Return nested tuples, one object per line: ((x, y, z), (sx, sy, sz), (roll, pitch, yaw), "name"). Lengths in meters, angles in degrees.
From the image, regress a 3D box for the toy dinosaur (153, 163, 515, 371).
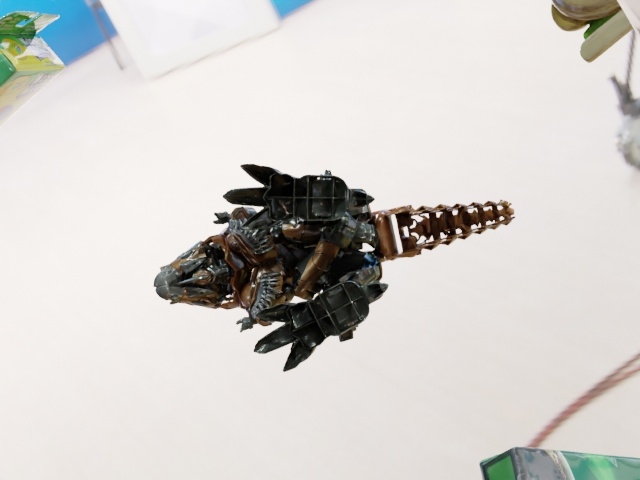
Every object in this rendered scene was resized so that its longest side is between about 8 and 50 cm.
((0.000, 0.000, 1.008), (0.322, 0.164, 0.218), (-33, -3, 10), "toy dinosaur")

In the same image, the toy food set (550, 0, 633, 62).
((0.262, -0.249, 1.016), (0.132, 0.039, 0.192), (-38, 45, 24), "toy food set")

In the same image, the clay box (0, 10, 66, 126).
((-0.336, -0.130, 1.066), (0.222, 0.053, 0.127), (-38, 3, 13), "clay box")

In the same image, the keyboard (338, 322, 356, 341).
((0.020, 0.039, 1.306), (0.023, 0.108, 0.180), (-3, 40, -6), "keyboard")

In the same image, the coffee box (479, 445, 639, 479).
((0.190, 0.193, 0.711), (0.040, 0.184, 0.113), (-41, 47, 44), "coffee box")

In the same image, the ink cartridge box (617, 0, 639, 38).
((0.326, -0.124, 0.745), (0.159, 0.217, 0.092), (-33, 5, -2), "ink cartridge box")
